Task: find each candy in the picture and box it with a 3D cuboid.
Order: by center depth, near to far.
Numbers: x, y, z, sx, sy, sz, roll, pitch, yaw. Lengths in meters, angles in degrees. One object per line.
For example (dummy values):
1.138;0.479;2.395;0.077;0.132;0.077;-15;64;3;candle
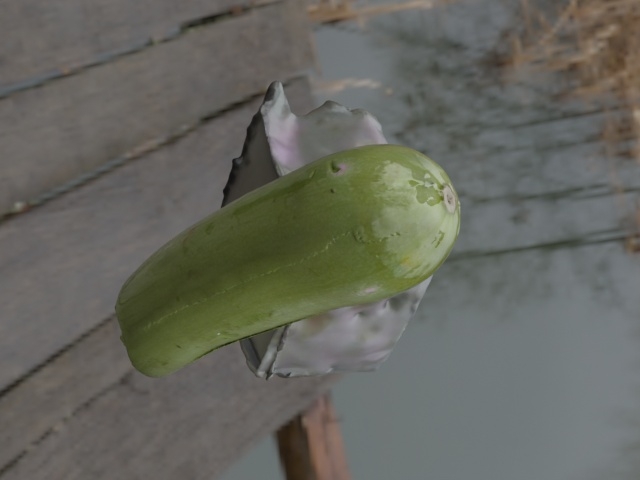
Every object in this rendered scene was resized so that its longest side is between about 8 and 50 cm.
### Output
0.000;0.000;1.253;0.185;0.137;0.195;112;-33;-42;candy

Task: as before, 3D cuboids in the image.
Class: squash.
-0.027;0.014;0.813;0.083;0.250;0.083;23;56;-38;squash
